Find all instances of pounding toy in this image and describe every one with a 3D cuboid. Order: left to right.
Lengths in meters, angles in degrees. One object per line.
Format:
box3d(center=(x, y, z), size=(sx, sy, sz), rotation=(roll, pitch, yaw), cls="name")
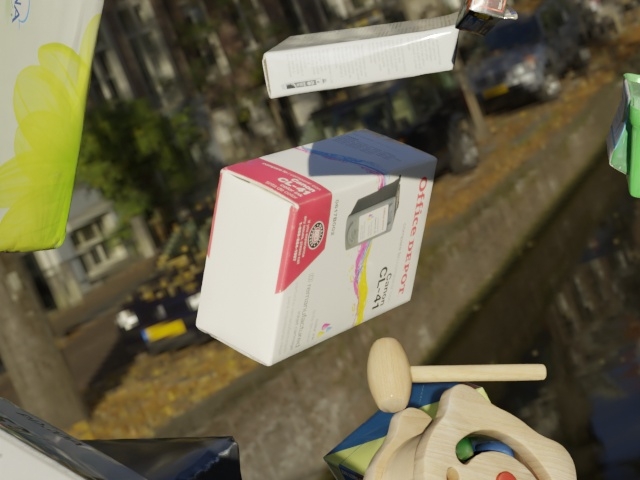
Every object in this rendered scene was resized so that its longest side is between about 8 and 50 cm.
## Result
box3d(center=(0.141, 0.201, 1.133), size=(0.155, 0.269, 0.154), rotation=(-32, 37, 39), cls="pounding toy")

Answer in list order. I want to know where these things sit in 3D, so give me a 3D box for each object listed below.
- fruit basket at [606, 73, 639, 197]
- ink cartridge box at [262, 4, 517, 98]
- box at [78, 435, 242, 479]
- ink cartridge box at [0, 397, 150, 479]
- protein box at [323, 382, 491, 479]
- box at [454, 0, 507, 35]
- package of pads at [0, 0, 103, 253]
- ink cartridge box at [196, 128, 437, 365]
box3d(center=(0.431, -0.224, 1.534), size=(0.165, 0.353, 0.327), rotation=(7, 19, 8), cls="fruit basket")
box3d(center=(0.070, -0.179, 1.248), size=(0.224, 0.045, 0.223), rotation=(-9, 12, 7), cls="ink cartridge box")
box3d(center=(-0.300, 0.435, 1.146), size=(0.480, 0.471, 0.297), rotation=(-5, 8, 22), cls="box")
box3d(center=(-0.111, 0.174, 0.815), size=(0.275, 0.060, 0.239), rotation=(23, -5, 28), cls="ink cartridge box")
box3d(center=(0.152, 0.320, 1.793), size=(0.200, 0.201, 0.136), rotation=(-38, 21, -20), cls="protein box")
box3d(center=(0.133, -0.225, 0.989), size=(0.027, 0.137, 0.094), rotation=(15, 0, -1), cls="box")
box3d(center=(-0.298, -0.134, 1.175), size=(0.101, 0.296, 0.229), rotation=(14, 8, 23), cls="package of pads")
box3d(center=(0.000, 0.000, 1.700), size=(0.131, 0.226, 0.306), rotation=(25, 28, 32), cls="ink cartridge box")
